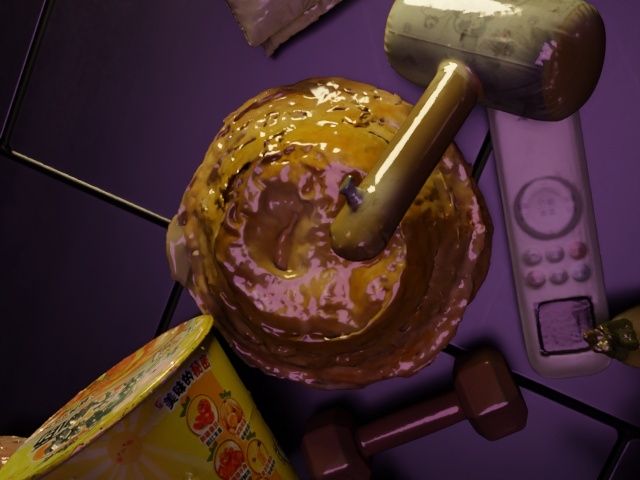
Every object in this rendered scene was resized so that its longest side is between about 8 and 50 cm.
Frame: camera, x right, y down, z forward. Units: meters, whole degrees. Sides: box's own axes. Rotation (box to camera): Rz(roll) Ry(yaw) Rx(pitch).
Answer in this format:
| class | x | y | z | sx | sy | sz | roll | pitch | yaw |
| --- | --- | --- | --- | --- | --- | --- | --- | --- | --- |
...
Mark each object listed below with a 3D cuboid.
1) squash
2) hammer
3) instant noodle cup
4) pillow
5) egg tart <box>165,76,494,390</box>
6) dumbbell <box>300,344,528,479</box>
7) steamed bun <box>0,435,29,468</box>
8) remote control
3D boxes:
| class | x | y | z | sx | sy | sz | roll | pitch | yaw |
| --- | --- | --- | --- | --- | --- | --- | --- | --- | --- |
| squash | 0.336 | 0.086 | 0.773 | 0.200 | 0.075 | 0.090 | -6 | 116 | -11 |
| hammer | 0.099 | -0.105 | 0.695 | 0.202 | 0.113 | 0.305 | 23 | 66 | 37 |
| instant noodle cup | -0.155 | 0.229 | 0.792 | 0.264 | 0.264 | 0.200 | -34 | 98 | 12 |
| pillow | -0.053 | -0.291 | 0.792 | 0.134 | 0.078 | 0.181 | -28 | 92 | 12 |
| egg tart | 0.004 | 0.002 | 0.795 | 0.341 | 0.129 | 0.341 | 2 | 99 | 10 |
| dumbbell | 0.092 | 0.187 | 0.817 | 0.231 | 0.082 | 0.092 | -25 | 127 | 12 |
| steamed bun | -0.336 | 0.297 | 0.903 | 0.175 | 0.106 | 0.145 | 24 | 95 | -8 |
| remote control | 0.228 | -0.014 | 0.796 | 0.090 | 0.038 | 0.309 | -8 | 96 | 11 |
